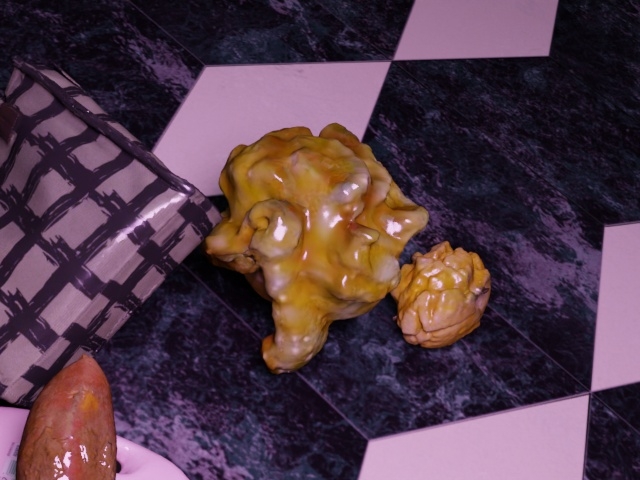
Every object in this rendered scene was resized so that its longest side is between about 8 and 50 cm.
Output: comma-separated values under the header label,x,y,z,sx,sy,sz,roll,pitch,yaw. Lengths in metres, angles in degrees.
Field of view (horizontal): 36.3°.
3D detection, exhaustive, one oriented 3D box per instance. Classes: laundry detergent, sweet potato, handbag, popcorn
label,x,y,z,sx,sy,sz,roll,pitch,yaw
laundry detergent,-0.229,0.292,1.083,0.335,0.088,0.159,18,51,-6
sweet potato,-0.269,0.298,0.958,0.109,0.109,0.385,14,64,-8
handbag,-0.342,-0.017,1.189,0.327,0.162,0.325,40,83,21
popcorn,0.002,-0.010,1.316,0.326,0.290,0.321,31,33,-34
popcorn,0.173,0.079,1.395,0.152,0.148,0.167,10,16,36
